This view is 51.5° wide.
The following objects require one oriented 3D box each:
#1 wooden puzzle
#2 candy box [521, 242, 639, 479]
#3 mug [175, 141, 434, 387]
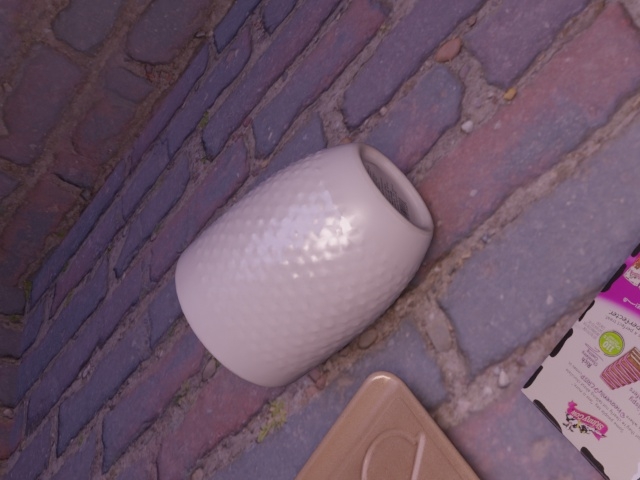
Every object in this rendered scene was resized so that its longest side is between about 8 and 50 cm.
[{"bbox_3d":[0.095,0.391,0.823,0.322,0.080,0.348,-57,41,13],"label":"wooden puzzle"},{"bbox_3d":[0.338,0.121,0.666,0.233,0.071,0.159,-55,37,13],"label":"candy box"},{"bbox_3d":[0.000,0.000,1.038,0.328,0.276,0.374,-40,12,24],"label":"mug"}]
